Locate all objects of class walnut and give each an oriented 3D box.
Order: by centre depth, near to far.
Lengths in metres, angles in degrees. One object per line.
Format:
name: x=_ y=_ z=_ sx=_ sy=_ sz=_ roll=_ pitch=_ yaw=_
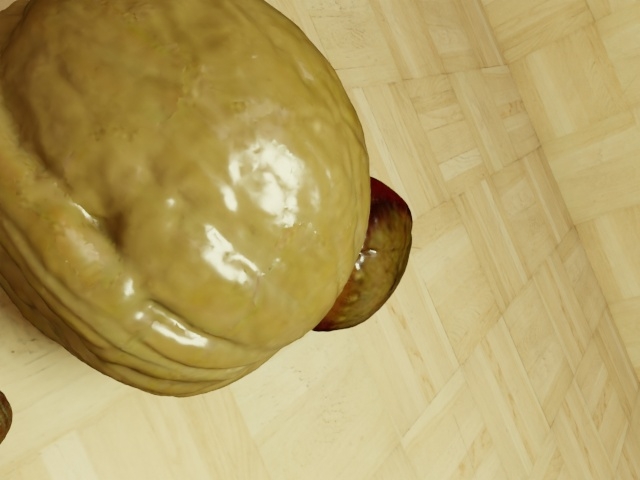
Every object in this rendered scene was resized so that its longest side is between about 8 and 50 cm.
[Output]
walnut: x=-0.121 y=-0.050 z=0.525 sx=0.333 sy=0.333 sz=0.332 roll=30 pitch=49 yaw=-42

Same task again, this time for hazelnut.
hazelnut: x=0.000 y=0.000 z=0.794 sx=0.208 sy=0.208 sz=0.208 roll=30 pitch=49 yaw=-42

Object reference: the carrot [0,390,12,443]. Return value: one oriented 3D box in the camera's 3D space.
carrot: x=-0.281 y=0.175 z=0.404 sx=0.059 sy=0.059 sz=0.248 roll=56 pitch=38 yaw=-17
